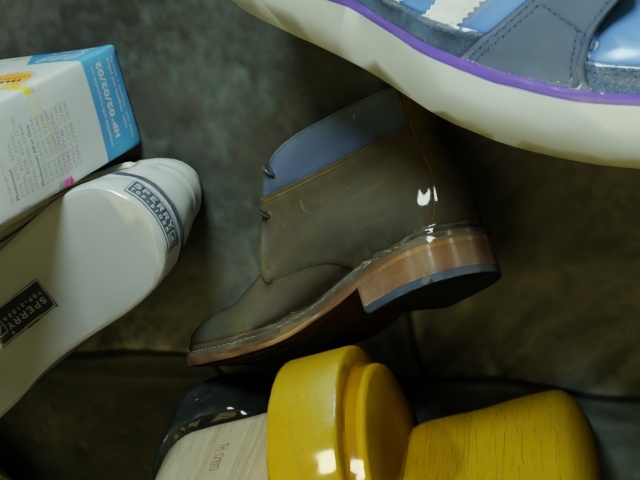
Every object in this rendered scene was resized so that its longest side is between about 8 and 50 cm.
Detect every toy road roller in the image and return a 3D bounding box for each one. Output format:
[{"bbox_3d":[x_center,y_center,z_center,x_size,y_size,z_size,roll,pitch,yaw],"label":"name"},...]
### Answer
[{"bbox_3d":[0.046,0.213,0.888,0.240,0.202,0.330,-16,108,14],"label":"toy road roller"}]

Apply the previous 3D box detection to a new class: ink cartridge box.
[{"bbox_3d":[-0.189,-0.046,0.904,0.104,0.181,0.062,-5,109,28],"label":"ink cartridge box"}]

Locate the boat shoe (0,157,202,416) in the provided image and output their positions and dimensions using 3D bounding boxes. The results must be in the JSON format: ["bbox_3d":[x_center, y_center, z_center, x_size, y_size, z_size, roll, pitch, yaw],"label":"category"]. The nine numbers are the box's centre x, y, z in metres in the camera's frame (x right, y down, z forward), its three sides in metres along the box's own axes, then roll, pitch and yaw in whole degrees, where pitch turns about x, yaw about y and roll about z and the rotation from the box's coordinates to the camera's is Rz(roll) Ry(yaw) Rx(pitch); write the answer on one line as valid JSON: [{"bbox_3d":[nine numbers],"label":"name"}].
[{"bbox_3d":[-0.175,0.032,0.986,0.267,0.088,0.096,-36,96,29],"label":"boat shoe"}]

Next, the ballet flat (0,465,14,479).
[{"bbox_3d":[-0.277,0.096,1.087,0.250,0.058,0.084,35,161,10],"label":"ballet flat"}]

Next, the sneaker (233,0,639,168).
[{"bbox_3d":[0.077,-0.182,0.719,0.322,0.130,0.236,25,128,33],"label":"sneaker"}]

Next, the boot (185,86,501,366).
[{"bbox_3d":[0.000,0.000,0.910,0.219,0.082,0.106,-24,74,42],"label":"boot"}]
